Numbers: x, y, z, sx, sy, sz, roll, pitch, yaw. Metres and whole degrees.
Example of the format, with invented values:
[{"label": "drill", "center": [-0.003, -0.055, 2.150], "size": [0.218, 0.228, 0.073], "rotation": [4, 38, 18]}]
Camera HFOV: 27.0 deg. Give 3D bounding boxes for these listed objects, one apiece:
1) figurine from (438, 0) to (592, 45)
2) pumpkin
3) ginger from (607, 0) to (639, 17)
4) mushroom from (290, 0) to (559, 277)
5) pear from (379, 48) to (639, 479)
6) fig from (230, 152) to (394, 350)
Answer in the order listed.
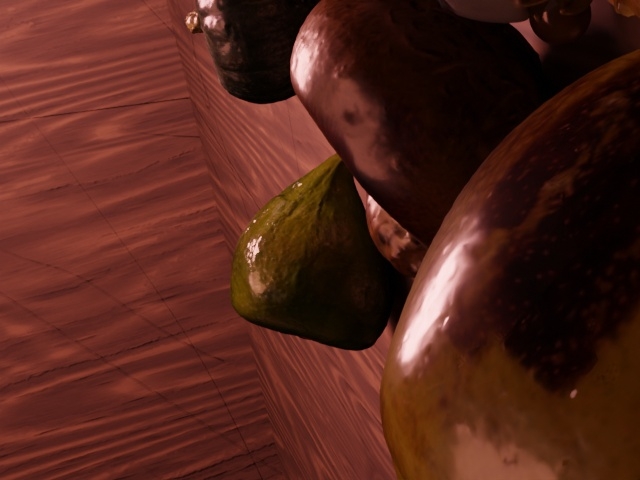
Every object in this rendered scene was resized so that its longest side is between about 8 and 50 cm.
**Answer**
[{"label": "figurine", "center": [0.086, -0.220, 0.806], "size": [0.274, 0.133, 0.194], "rotation": [-112, 0, -51]}, {"label": "pumpkin", "center": [-0.077, -0.260, 1.515], "size": [0.211, 0.152, 0.212], "rotation": [169, 90, -81]}, {"label": "ginger", "center": [0.194, -0.156, 0.498], "size": [0.294, 0.086, 0.131], "rotation": [137, 140, -69]}, {"label": "mushroom", "center": [0.087, -0.068, 0.885], "size": [0.253, 0.153, 0.253], "rotation": [54, -167, -19]}, {"label": "pear", "center": [0.153, 0.057, 0.500], "size": [0.283, 0.283, 0.284], "rotation": [164, 90, -80]}, {"label": "fig", "center": [0.000, 0.000, 1.553], "size": [0.203, 0.203, 0.235], "rotation": [171, 112, -79]}]
